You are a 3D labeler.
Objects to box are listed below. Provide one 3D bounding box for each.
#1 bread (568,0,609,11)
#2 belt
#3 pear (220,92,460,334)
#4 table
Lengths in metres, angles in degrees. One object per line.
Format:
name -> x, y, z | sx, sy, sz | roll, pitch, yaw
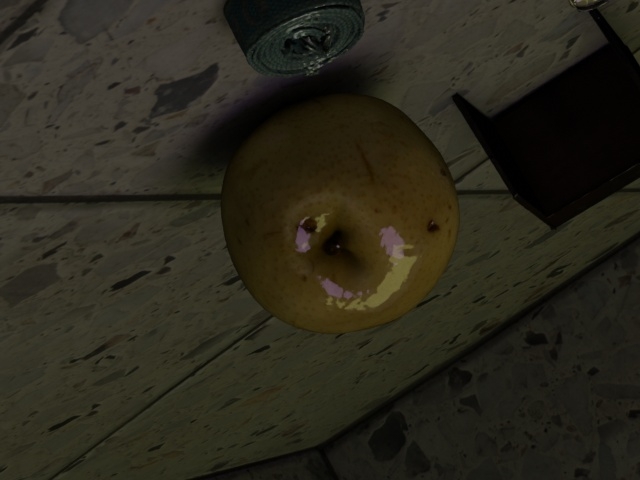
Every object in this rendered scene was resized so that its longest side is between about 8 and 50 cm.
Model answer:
bread -> 0.265, -0.356, 1.739 | 0.172, 0.064, 0.232 | 5, 123, -4
belt -> -0.022, -0.231, 1.729 | 0.147, 0.082, 0.163 | -35, 163, 37
pear -> 0.025, -0.040, 2.047 | 0.309, 0.309, 0.309 | -27, 165, -8
table -> 0.371, -0.177, 2.412 | 0.250, 0.196, 0.282 | -31, 162, 14
